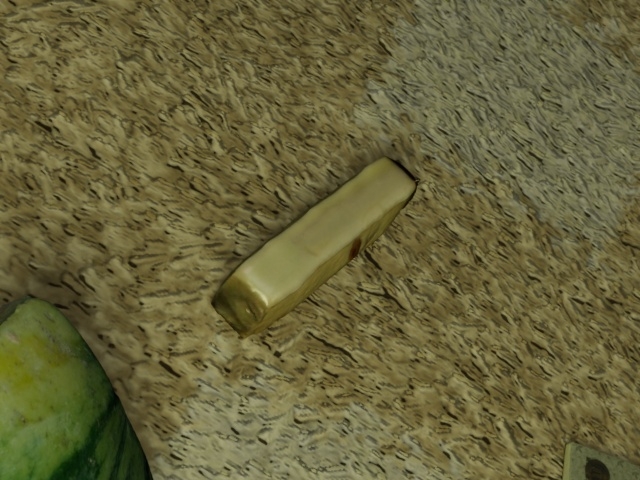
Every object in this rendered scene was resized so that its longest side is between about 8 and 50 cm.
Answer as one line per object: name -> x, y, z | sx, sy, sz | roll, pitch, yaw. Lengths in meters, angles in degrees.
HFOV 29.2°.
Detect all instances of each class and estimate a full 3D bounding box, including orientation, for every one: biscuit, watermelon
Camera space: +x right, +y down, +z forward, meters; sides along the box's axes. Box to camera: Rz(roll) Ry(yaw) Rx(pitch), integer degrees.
biscuit -> 0.000, 0.000, 0.909 | 0.052, 0.056, 0.188 | 47, 55, 5
watermelon -> -0.207, 0.168, 0.681 | 0.213, 0.201, 0.262 | -53, 134, -38

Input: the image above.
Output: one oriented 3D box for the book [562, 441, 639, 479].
book -> 0.256, 0.232, 0.927 | 0.172, 0.012, 0.118 | 21, 56, -14
